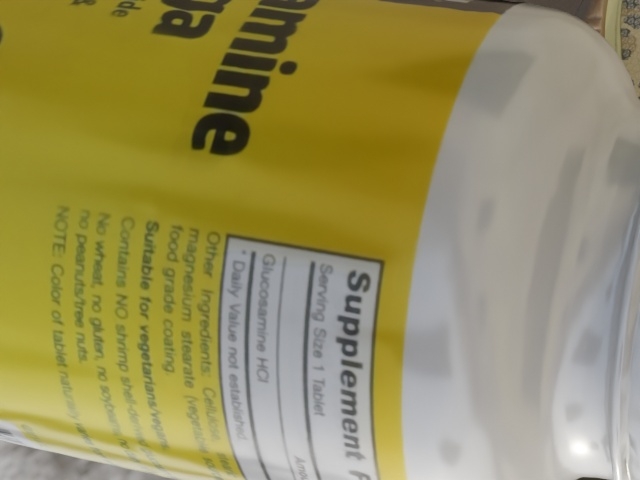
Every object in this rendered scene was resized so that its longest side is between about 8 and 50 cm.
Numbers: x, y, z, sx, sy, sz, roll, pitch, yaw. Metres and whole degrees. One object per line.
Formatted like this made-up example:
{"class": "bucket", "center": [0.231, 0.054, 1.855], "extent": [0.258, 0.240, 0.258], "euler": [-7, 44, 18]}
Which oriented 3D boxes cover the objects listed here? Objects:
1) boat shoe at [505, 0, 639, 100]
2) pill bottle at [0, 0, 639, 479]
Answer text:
{"class": "boat shoe", "center": [0.150, -0.128, 1.049], "extent": [0.104, 0.089, 0.285], "euler": [20, 124, 45]}
{"class": "pill bottle", "center": [0.000, 0.000, 0.680], "extent": [0.188, 0.334, 0.188], "euler": [9, -90, -71]}
